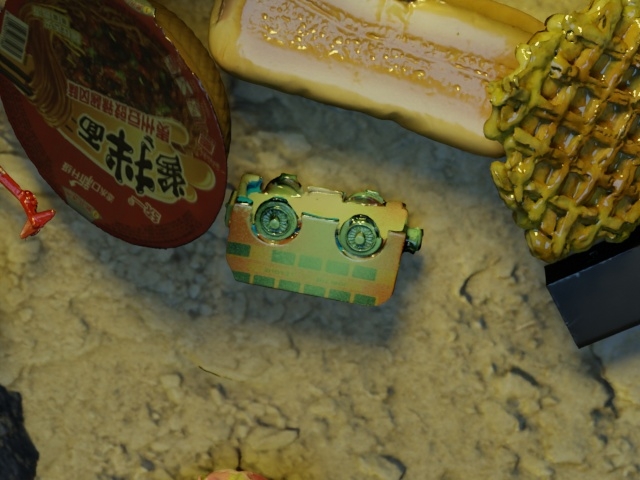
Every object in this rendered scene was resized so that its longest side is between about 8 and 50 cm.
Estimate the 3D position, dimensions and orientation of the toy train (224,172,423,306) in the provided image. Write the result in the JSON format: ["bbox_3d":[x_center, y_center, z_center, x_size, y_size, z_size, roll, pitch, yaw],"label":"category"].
[{"bbox_3d":[0.000,0.000,1.719,0.188,0.072,0.099,11,115,0],"label":"toy train"}]

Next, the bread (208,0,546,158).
[{"bbox_3d":[0.055,-0.174,1.619,0.305,0.091,0.142,19,110,-4],"label":"bread"}]

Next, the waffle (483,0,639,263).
[{"bbox_3d":[0.253,-0.102,1.603,0.245,0.052,0.254,-30,127,-13],"label":"waffle"}]

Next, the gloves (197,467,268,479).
[{"bbox_3d":[-0.114,0.310,1.857,0.241,0.126,0.145,-9,123,41],"label":"gloves"}]

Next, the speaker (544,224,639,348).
[{"bbox_3d":[0.325,0.023,1.716,0.218,0.044,0.082,-25,111,16],"label":"speaker"}]

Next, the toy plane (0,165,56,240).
[{"bbox_3d":[-0.320,-0.096,1.702,0.194,0.077,0.126,28,116,-10],"label":"toy plane"}]

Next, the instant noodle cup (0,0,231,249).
[{"bbox_3d":[-0.166,-0.130,1.635,0.274,0.091,0.274,23,133,27],"label":"instant noodle cup"}]
